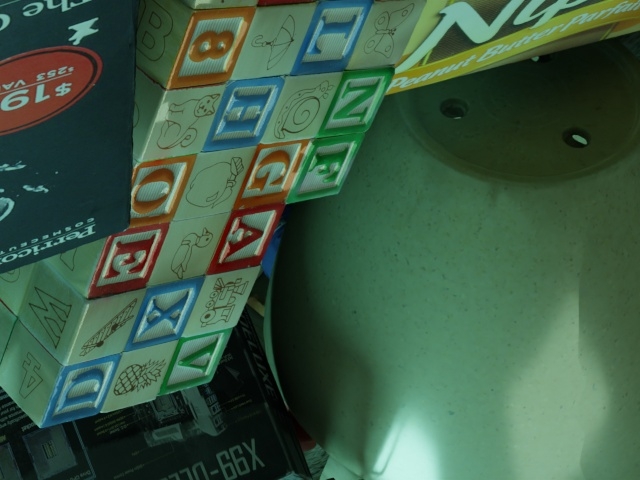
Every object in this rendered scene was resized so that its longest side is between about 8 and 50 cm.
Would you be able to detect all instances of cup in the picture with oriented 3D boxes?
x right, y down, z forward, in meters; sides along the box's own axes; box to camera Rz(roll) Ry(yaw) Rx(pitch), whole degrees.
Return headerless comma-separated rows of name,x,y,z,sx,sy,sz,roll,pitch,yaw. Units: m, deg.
cup,0.128,-0.016,1.343,0.331,0.331,0.237,-18,141,-18

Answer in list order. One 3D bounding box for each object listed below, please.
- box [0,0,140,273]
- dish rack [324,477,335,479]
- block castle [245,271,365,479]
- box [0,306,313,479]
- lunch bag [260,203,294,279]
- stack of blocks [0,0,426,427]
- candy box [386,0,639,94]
box,-0.258,-0.077,0.785,0.343,0.179,0.312,-19,164,-12
dish rack,-0.025,0.226,1.406,0.208,0.074,0.271,-28,170,17
block castle,0.078,0.172,1.726,0.453,0.213,0.303,-8,124,-43
box,-0.190,0.116,1.367,0.307,0.242,0.076,-25,163,3
lunch bag,0.000,0.000,1.574,0.098,0.065,0.067,-14,146,-26
stack of blocks,-0.065,-0.056,1.038,0.171,0.087,0.297,-11,133,-47
candy box,0.164,-0.187,1.163,0.316,0.087,0.183,-15,162,-25
